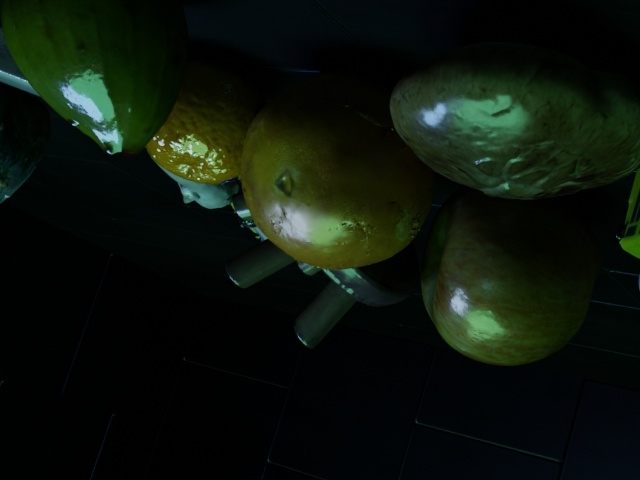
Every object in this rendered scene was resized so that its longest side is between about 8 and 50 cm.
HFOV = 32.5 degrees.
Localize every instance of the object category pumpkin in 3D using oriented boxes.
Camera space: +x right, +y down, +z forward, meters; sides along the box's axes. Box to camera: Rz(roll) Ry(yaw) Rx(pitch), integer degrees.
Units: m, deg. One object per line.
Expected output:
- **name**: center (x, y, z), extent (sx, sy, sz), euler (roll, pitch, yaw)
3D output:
- **pumpkin**: center (-0.598, -0.182, 1.753), extent (0.293, 0.263, 0.197), euler (25, 166, 47)

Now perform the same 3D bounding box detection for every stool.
- **stool**: center (0.000, 0.000, 1.571), extent (0.178, 0.272, 0.272), euler (-32, 144, 23)

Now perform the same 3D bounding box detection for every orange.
- **orange**: center (-0.151, -0.156, 1.441), extent (0.177, 0.155, 0.177), euler (9, 168, 2)
- **orange**: center (0.022, -0.083, 1.316), extent (0.240, 0.240, 0.240), euler (17, 169, 3)

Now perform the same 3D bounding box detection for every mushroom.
- **mushroom**: center (-0.215, -0.123, 1.889), extent (0.099, 0.096, 0.278), euler (-18, 159, 14)
- **mushroom**: center (0.203, -0.119, 1.100), extent (0.278, 0.146, 0.278), euler (10, 169, 2)

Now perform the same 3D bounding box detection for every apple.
- **apple**: center (0.271, 0.047, 1.545), extent (0.264, 0.264, 0.264), euler (17, 169, 3)

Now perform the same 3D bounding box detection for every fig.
- **fig**: center (-0.241, -0.202, 1.193), extent (0.203, 0.225, 0.203), euler (-5, 178, 0)

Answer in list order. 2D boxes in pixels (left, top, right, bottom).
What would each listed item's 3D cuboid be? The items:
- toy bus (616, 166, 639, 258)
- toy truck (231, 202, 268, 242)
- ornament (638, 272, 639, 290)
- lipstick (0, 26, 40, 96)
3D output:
- **toy bus**: center (0.423, -0.039, 1.134), extent (0.128, 0.150, 0.262), euler (21, 169, -8)
- **toy truck**: center (-0.033, -0.038, 1.958), extent (0.286, 0.111, 0.136), euler (6, 149, 37)
- **ornament**: center (0.496, 0.049, 1.403), extent (0.177, 0.177, 0.177), euler (17, 169, 3)
- **lipstick**: center (-0.443, -0.262, 1.599), extent (0.317, 0.066, 0.068), euler (20, 169, -14)
